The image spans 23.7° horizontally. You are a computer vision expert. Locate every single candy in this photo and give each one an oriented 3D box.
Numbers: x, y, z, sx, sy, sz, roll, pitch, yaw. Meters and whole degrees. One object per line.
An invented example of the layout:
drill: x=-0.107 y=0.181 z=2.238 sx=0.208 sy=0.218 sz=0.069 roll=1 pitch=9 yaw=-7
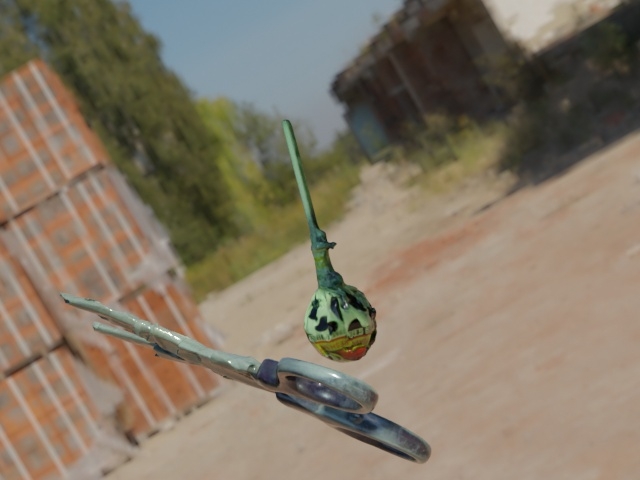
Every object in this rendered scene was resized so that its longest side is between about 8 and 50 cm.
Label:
candy: x=0.000 y=0.000 z=1.857 sx=0.083 sy=0.306 sz=0.091 roll=-14 pitch=0 yaw=42

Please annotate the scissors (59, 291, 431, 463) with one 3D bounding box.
scissors: x=-0.086 y=0.123 z=1.472 sx=0.029 sy=0.383 sz=0.256 roll=-67 pitch=-28 yaw=-14
